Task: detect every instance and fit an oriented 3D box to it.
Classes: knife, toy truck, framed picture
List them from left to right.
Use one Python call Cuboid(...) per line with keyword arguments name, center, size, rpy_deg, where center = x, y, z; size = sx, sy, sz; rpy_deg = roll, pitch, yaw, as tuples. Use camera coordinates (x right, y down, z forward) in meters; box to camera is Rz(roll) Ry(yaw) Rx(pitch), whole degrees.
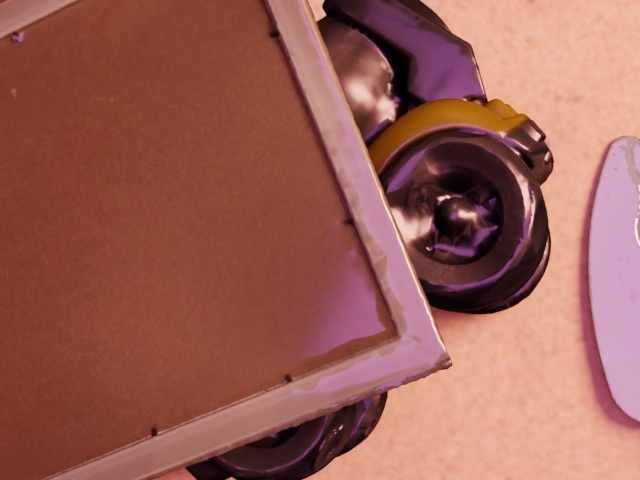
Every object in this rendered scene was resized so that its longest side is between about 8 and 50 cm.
Cuboid(name="framed picture", center=(-0.107, 0.001, 0.454), size=(0.274, 0.017, 0.217), rpy_deg=(-21, 83, 13))
Cuboid(name="toy truck", center=(0.000, 0.000, 0.511), size=(0.224, 0.147, 0.165), rpy_deg=(-44, 78, 6))
Cuboid(name="knife", center=(0.177, 0.074, 0.537), size=(0.063, 0.034, 0.260), rpy_deg=(-22, 75, 13))

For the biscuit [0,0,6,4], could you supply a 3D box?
Cuboid(name="biscuit", center=(-0.273, -0.052, 0.542), size=(0.394, 0.076, 0.368), rpy_deg=(32, 105, 5))
